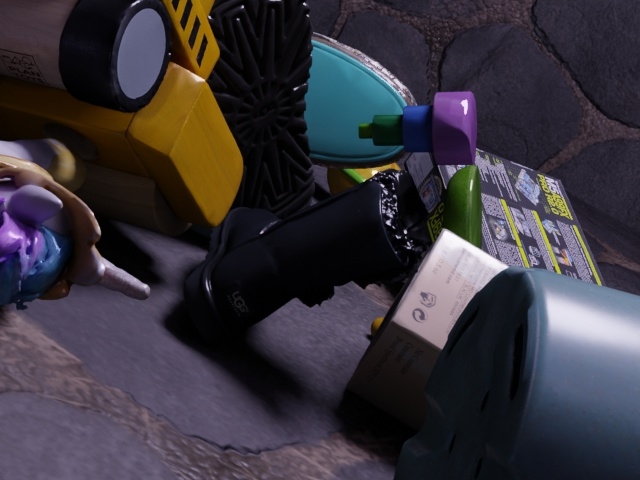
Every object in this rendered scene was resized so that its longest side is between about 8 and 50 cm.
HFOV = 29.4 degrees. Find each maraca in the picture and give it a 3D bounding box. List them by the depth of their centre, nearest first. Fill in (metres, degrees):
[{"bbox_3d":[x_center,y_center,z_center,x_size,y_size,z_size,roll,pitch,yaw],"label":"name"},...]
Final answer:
[{"bbox_3d":[0.054,-0.087,1.727,0.186,0.099,0.127,40,1,14],"label":"maraca"}]

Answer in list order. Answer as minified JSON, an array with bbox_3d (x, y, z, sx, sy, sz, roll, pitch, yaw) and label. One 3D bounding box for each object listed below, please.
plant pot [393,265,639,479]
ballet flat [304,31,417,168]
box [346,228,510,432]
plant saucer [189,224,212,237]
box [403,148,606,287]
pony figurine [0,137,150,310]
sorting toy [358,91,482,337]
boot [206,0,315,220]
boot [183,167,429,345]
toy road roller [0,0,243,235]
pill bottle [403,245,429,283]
[{"bbox_3d":[0.232,0.187,0.777,0.334,0.341,0.341,20,16,-7],"label":"plant pot"},{"bbox_3d":[-0.112,-0.205,1.560,0.483,0.164,0.182,12,7,-3],"label":"ballet flat"},{"bbox_3d":[0.197,0.140,1.097,0.311,0.148,0.121,30,55,3],"label":"box"},{"bbox_3d":[-0.148,-0.033,1.328,0.192,0.018,0.067,27,15,-17],"label":"plant saucer"},{"bbox_3d":[0.227,0.003,1.462,0.216,0.060,0.270,17,38,-27],"label":"box"},{"bbox_3d":[-0.284,-0.078,0.802,0.351,0.303,0.363,34,-3,-19],"label":"pony figurine"},{"bbox_3d":[0.097,0.008,1.199,0.126,0.365,0.127,1,45,13],"label":"sorting toy"},{"bbox_3d":[-0.135,-0.184,1.297,0.131,0.348,0.260,-26,44,-29],"label":"boot"},{"bbox_3d":[0.000,0.000,1.112,0.094,0.207,0.246,65,14,-12],"label":"boot"},{"bbox_3d":[-0.174,-0.180,1.076,0.203,0.240,0.329,16,-26,20],"label":"toy road roller"},{"bbox_3d":[0.180,0.018,1.583,0.124,0.124,0.221,37,17,26],"label":"pill bottle"}]
